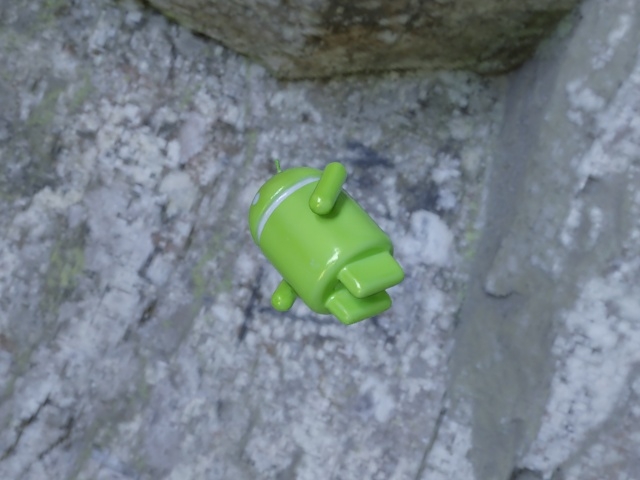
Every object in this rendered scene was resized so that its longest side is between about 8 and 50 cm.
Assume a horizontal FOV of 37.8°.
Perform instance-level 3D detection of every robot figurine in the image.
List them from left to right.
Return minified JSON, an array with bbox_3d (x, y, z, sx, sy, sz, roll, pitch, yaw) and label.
[{"bbox_3d":[0.000,0.000,0.589,0.067,0.115,0.101,-19,-35,-35],"label":"robot figurine"}]
